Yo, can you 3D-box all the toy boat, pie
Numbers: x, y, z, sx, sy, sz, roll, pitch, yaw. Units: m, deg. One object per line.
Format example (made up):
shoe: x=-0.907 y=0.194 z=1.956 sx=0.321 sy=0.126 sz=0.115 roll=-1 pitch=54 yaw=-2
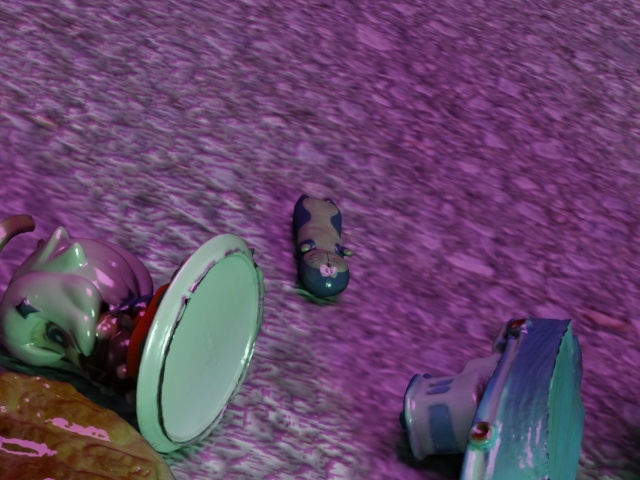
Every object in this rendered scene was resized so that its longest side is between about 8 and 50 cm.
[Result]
toy boat: x=0.101 y=0.118 z=1.119 sx=0.102 sy=0.088 sz=0.215 roll=-7 pitch=24 yaw=17
pie: x=-0.156 y=0.134 z=0.924 sx=0.195 sy=0.046 sz=0.195 roll=19 pitch=28 yaw=-11

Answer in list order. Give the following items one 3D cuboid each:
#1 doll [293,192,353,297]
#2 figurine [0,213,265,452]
doll: x=0.000 y=0.000 z=1.282 sx=0.037 sy=0.027 sz=0.125 roll=9 pitch=31 yaw=-10
figurine: x=-0.125 y=0.037 z=1.058 sx=0.153 sy=0.132 sz=0.132 roll=18 pitch=25 yaw=21
